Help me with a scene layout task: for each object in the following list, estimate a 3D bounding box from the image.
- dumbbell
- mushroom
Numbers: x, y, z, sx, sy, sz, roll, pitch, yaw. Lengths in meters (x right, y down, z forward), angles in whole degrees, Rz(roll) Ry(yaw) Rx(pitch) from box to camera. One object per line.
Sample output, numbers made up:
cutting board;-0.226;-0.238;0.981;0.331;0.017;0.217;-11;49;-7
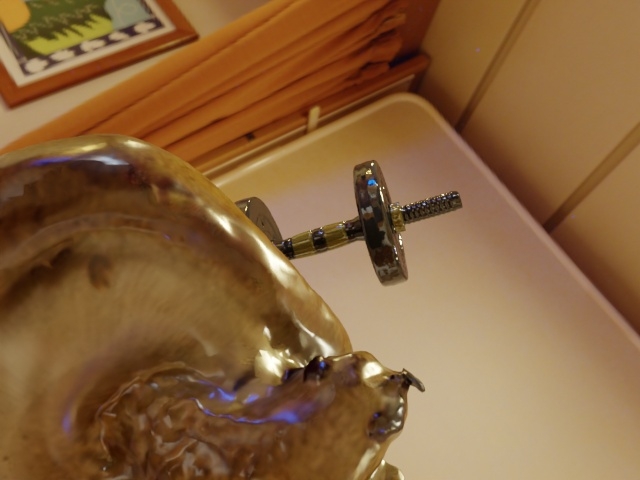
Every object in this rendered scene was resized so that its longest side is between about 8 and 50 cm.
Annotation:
dumbbell;0.000;0.000;0.766;0.143;0.325;0.143;-16;90;-79
mushroom;-0.125;0.098;0.441;0.259;0.345;0.345;37;-32;62
